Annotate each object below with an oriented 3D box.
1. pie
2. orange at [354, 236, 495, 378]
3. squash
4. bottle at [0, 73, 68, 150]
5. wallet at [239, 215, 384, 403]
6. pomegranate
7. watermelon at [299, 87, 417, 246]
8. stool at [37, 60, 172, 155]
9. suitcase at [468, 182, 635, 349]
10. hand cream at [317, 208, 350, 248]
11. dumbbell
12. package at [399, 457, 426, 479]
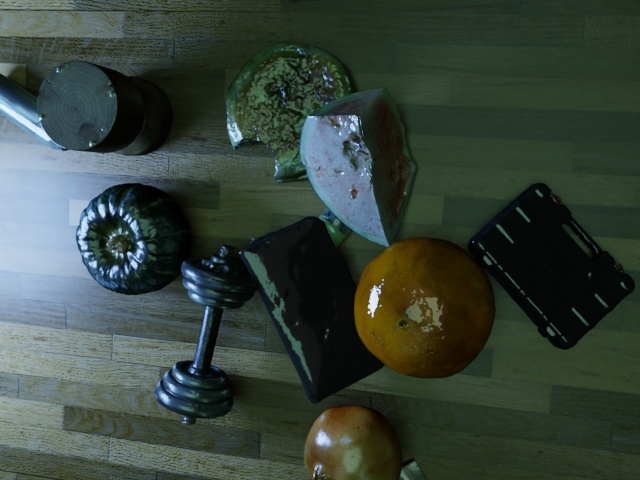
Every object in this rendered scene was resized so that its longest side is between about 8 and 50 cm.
[{"bbox_3d":[-0.062,-0.279,1.599,0.302,0.067,0.302,1,95,11],"label":"pie"},{"bbox_3d":[0.202,0.134,1.484,0.284,0.226,0.284,3,99,23],"label":"orange"},{"bbox_3d":[-0.413,-0.003,1.649,0.252,0.165,0.252,1,96,11],"label":"squash"},{"bbox_3d":[-0.673,-0.302,1.737,0.253,0.079,0.096,34,62,10],"label":"bottle"},{"bbox_3d":[-0.010,0.140,1.574,0.197,0.051,0.377,-26,97,-10],"label":"wallet"},{"bbox_3d":[0.070,0.441,1.553,0.209,0.209,0.209,1,94,13],"label":"pomegranate"},{"bbox_3d":[0.087,-0.143,1.512,0.224,0.180,0.305,-19,120,0],"label":"watermelon"},{"bbox_3d":[-0.450,-0.273,1.588,0.179,0.264,0.179,1,95,13],"label":"stool"},{"bbox_3d":[0.452,0.049,1.475,0.206,0.066,0.285,-41,84,-8],"label":"suitcase"},{"bbox_3d":[0.000,0.000,1.619,0.095,0.046,0.175,42,107,3],"label":"hand cream"},{"bbox_3d":[-0.244,0.206,1.621,0.179,0.179,0.406,15,98,12],"label":"dumbbell"},{"bbox_3d":[0.147,0.621,1.627,0.251,0.062,0.204,-31,86,0],"label":"package"}]
